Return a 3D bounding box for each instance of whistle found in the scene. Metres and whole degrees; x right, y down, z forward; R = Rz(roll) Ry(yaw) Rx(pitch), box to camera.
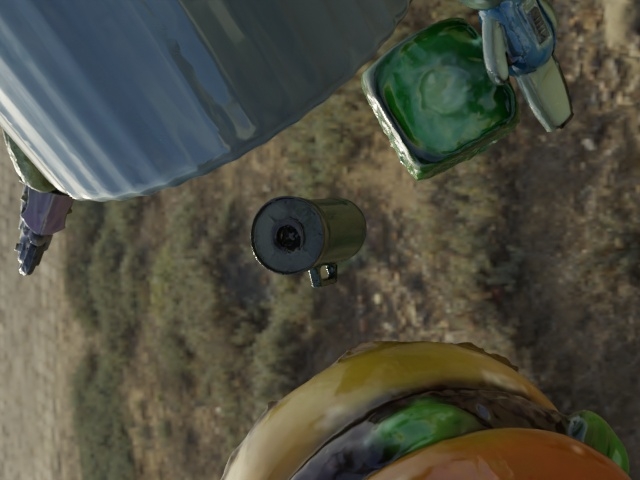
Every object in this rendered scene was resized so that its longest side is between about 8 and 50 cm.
[{"bbox_3d":[0.177,-0.207,1.062,0.077,0.114,0.236,2,130,49],"label":"whistle"}]

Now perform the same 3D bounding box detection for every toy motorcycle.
[{"bbox_3d":[-0.357,-0.073,1.492,0.152,0.073,0.225,130,150,-48],"label":"toy motorcycle"}]

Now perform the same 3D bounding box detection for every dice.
[{"bbox_3d":[0.123,-0.144,1.171,0.131,0.128,0.120,59,179,5],"label":"dice"}]

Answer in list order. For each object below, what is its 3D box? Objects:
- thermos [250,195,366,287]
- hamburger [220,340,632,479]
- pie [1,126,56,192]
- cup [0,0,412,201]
[{"bbox_3d":[0.001,-0.005,1.120,0.073,0.187,0.083,-39,81,17],"label":"thermos"},{"bbox_3d":[0.096,0.308,1.007,0.277,0.395,0.396,-133,49,-61],"label":"hamburger"},{"bbox_3d":[-0.191,-0.072,0.755,0.084,0.021,0.084,-13,-90,-86],"label":"pie"},{"bbox_3d":[-0.111,-0.228,0.584,0.256,0.311,0.331,-14,34,30],"label":"cup"}]
